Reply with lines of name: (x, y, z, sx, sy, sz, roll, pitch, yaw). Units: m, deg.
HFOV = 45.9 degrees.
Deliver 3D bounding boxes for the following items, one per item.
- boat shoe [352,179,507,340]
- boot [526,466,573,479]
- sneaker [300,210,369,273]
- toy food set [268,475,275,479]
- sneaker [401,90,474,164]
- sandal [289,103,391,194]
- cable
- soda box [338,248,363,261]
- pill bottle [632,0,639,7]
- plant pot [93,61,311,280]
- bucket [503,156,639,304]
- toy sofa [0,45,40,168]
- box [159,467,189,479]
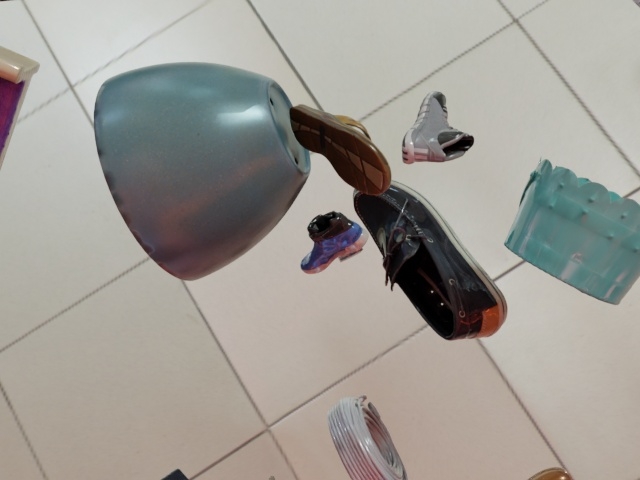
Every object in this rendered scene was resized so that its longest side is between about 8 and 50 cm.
boat shoe: (0.215, 0.034, 1.737, 0.156, 0.186, 0.500, -18, 55, -32)
boot: (0.422, 0.564, 1.549, 0.283, 0.220, 0.109, -33, 68, -6)
sneaker: (0.000, -0.001, 1.267, 0.084, 0.152, 0.058, 39, 47, -24)
toy food set: (-0.035, 0.595, 1.670, 0.192, 0.132, 0.038, 31, 119, -10)
sneaker: (0.262, -0.227, 1.577, 0.132, 0.086, 0.228, 10, 47, 22)
sandal: (0.028, -0.120, 0.914, 0.049, 0.072, 0.180, -25, 45, -28)
cable: (0.106, 0.484, 1.754, 0.089, 0.257, 0.257, -33, 68, 8)
soda box: (0.059, 0.011, 1.758, 0.058, 0.183, 0.063, -26, 87, 0)
pill bottle: (0.518, -0.398, 0.890, 0.176, 0.176, 0.318, 41, 124, 14)
plant pot: (-0.128, -0.114, 0.991, 0.195, 0.290, 0.290, -19, 75, 15)
bucket: (0.492, -0.017, 1.413, 0.281, 0.281, 0.183, 30, 103, 13)
toy sofa: (-0.547, -0.115, 1.084, 0.150, 0.177, 0.362, 23, 107, -12)
box: (-0.193, 0.396, 0.944, 0.156, 0.158, 0.093, 43, 109, 14)
